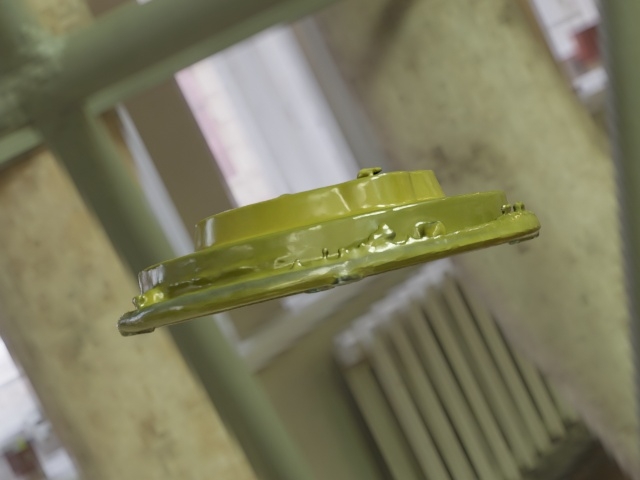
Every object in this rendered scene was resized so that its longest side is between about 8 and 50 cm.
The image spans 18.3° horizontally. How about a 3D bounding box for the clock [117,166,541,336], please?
[{"bbox_3d":[0.000,0.000,1.061,0.237,0.057,0.237,-13,-3,-1],"label":"clock"}]
